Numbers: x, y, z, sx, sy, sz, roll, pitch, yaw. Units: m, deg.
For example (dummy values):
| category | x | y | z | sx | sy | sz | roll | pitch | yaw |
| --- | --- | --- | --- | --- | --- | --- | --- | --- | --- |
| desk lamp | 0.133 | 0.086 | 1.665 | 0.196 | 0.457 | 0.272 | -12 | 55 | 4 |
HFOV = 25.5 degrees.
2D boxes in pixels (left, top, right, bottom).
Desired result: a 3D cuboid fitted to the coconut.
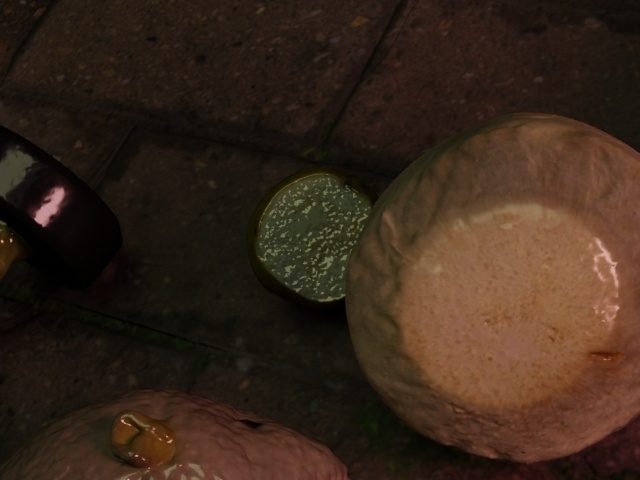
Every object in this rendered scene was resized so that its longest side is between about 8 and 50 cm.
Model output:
| category | x | y | z | sx | sy | sz | roll | pitch | yaw |
| --- | --- | --- | --- | --- | --- | --- | --- | --- | --- |
| coconut | 0.164 | 0.039 | 1.167 | 0.328 | 0.329 | 0.329 | -13 | 52 | 17 |

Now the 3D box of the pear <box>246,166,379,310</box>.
| category | x | y | z | sx | sy | sz | roll | pitch | yaw |
| --- | --- | --- | --- | --- | --- | --- | --- | --- | --- |
| pear | 0.000 | 0.000 | 1.374 | 0.141 | 0.104 | 0.141 | -1 | 85 | 6 |

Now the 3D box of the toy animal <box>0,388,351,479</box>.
| category | x | y | z | sx | sy | sz | roll | pitch | yaw |
| --- | --- | --- | --- | --- | --- | --- | --- | --- | --- |
| toy animal | -0.163 | 0.225 | 1.207 | 0.358 | 0.226 | 0.188 | -14 | 86 | 18 |

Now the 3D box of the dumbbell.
| category | x | y | z | sx | sy | sz | roll | pitch | yaw |
| --- | --- | --- | --- | --- | --- | --- | --- | --- | --- |
| dumbbell | -0.374 | 0.056 | 1.444 | 0.203 | 0.204 | 0.322 | 25 | 69 | 37 |
